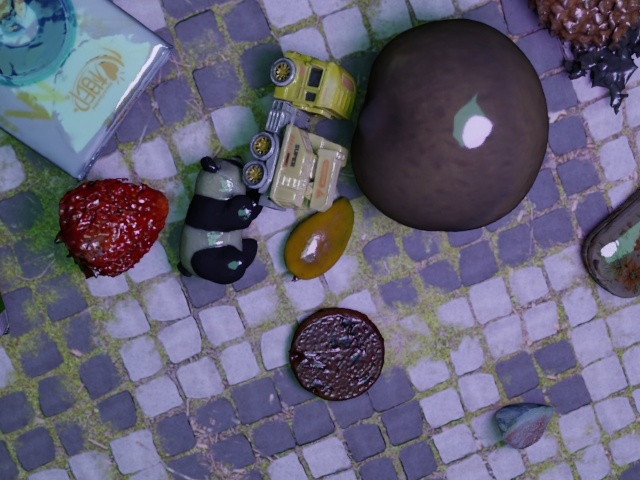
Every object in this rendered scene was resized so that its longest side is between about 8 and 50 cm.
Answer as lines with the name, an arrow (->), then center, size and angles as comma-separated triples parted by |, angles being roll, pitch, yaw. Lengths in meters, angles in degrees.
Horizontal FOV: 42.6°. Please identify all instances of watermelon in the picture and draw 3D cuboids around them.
watermelon -> 0.392, 0.365, 1.624 | 0.180, 0.081, 0.094 | 18, 74, -44

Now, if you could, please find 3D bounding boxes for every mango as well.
mango -> 0.000, 0.000, 1.529 | 0.101, 0.066, 0.187 | 42, 83, -12

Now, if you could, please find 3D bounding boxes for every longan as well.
longan -> 0.215, -0.193, 1.403 | 0.361, 0.361, 0.361 | -1, 99, -7

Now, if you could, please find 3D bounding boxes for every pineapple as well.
pineapple -> 0.505, -0.403, 1.474 | 0.223, 0.223, 0.357 | -35, 120, -1

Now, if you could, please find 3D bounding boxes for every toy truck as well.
toy truck -> -0.021, -0.179, 1.419 | 0.157, 0.124, 0.272 | 15, 89, 25

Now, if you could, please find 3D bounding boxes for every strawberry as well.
strawberry -> -0.356, -0.025, 1.419 | 0.201, 0.184, 0.187 | -22, 132, -14

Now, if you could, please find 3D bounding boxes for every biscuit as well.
biscuit -> 0.032, 0.217, 1.574 | 0.192, 0.049, 0.192 | -3, 103, -13

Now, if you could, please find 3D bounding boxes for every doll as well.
doll -> -0.175, -0.035, 1.459 | 0.135, 0.143, 0.234 | 13, 100, 2

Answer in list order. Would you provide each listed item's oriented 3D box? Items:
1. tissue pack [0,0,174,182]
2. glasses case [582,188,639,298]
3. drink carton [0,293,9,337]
tissue pack -> -0.483, -0.321, 1.361 | 0.388, 0.162, 0.287 | 35, 92, -10
glasses case -> 0.695, -0.061, 1.592 | 0.425, 0.098, 0.156 | -41, 106, 0
drink carton -> -0.660, 0.069, 1.426 | 0.161, 0.108, 0.271 | -15, 99, -8
